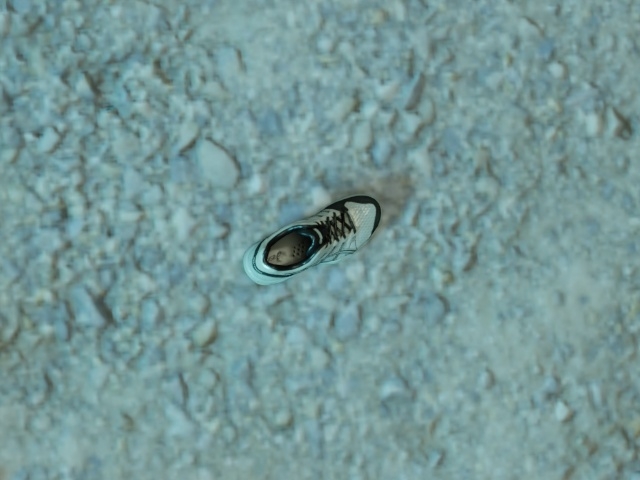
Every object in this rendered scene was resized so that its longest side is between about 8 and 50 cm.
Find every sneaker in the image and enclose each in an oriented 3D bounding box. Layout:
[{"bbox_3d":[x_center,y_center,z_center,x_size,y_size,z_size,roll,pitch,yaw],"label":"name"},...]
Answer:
[{"bbox_3d":[0.000,0.000,0.988,0.083,0.037,0.032,-29,90,-16],"label":"sneaker"}]
